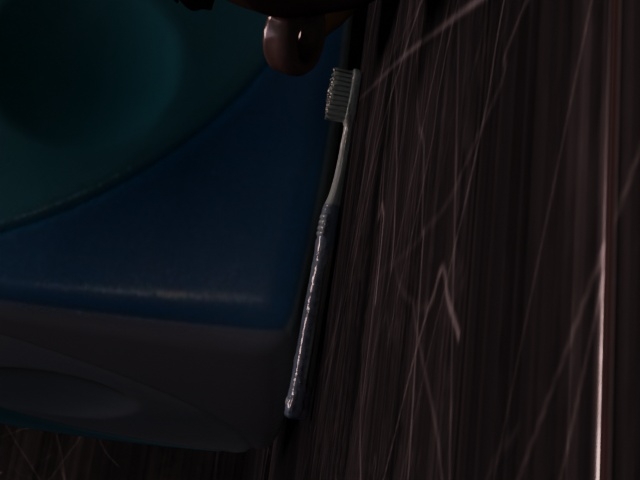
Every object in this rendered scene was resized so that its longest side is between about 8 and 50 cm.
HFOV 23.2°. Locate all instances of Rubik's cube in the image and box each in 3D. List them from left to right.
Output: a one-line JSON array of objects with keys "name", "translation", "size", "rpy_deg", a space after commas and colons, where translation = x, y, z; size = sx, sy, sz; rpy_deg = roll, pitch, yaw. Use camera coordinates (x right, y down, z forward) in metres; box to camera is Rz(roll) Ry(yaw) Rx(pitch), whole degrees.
[{"name": "Rubik's cube", "translation": [-0.167, -0.055, 1.140], "size": [0.352, 0.351, 0.347], "rpy_deg": [114, 165, -69]}]

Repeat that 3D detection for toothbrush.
[{"name": "toothbrush", "translation": [0.000, 0.000, 0.953], "size": [0.016, 0.019, 0.219], "rpy_deg": [147, 132, -79]}]

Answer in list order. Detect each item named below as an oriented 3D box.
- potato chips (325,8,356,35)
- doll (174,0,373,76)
[{"name": "potato chips", "translation": [0.017, -0.191, 0.811], "size": [0.195, 0.062, 0.208], "rpy_deg": [-72, -9, -73]}, {"name": "doll", "translation": [-0.004, -0.191, 0.586], "size": [0.182, 0.117, 0.257], "rpy_deg": [-22, -53, -58]}]
